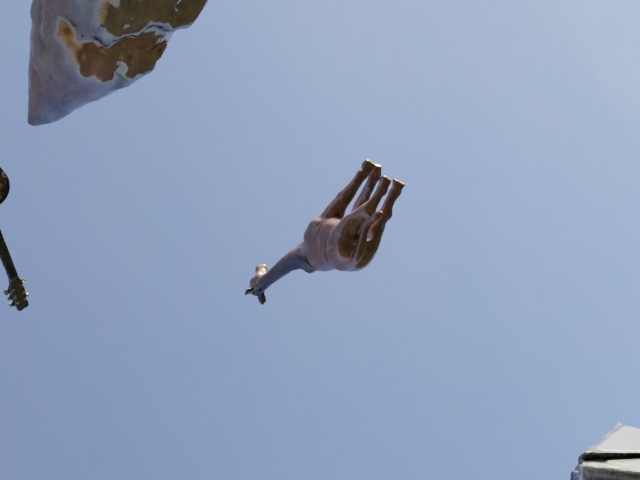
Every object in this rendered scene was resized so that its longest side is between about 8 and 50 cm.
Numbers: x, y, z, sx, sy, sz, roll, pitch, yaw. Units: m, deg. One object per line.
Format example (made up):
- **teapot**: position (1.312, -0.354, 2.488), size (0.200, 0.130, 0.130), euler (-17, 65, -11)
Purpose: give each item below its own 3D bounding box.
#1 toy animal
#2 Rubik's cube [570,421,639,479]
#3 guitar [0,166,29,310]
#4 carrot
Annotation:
- **toy animal**: position (0.000, 0.000, 2.158), size (0.066, 0.224, 0.229), euler (30, -84, -25)
- **Rubik's cube**: position (0.373, 0.322, 1.714), size (0.255, 0.259, 0.260), euler (-12, -71, -72)
- **guitar**: position (-0.330, -0.028, 1.763), size (0.088, 0.025, 0.233), euler (-35, -55, -28)
- **carrot**: position (-0.073, -0.147, 0.795), size (0.102, 0.102, 0.263), euler (-16, -33, -50)
